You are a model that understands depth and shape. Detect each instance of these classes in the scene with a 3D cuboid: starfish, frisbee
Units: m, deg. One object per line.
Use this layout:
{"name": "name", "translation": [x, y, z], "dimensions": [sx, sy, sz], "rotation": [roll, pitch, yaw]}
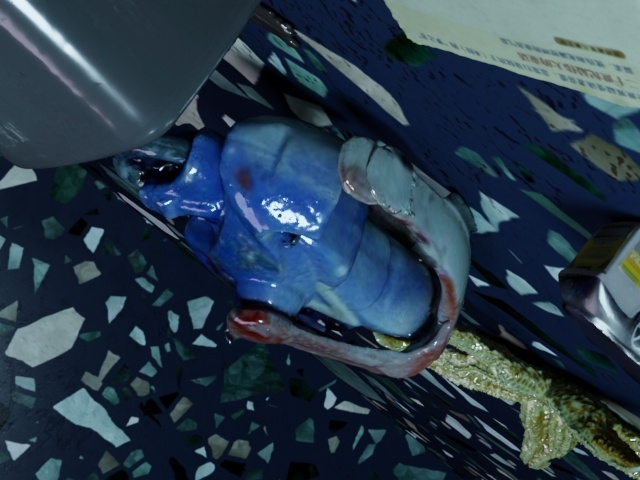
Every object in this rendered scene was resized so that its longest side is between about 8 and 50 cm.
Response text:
{"name": "starfish", "translation": [0.224, 0.167, 1.179], "dimensions": [0.358, 0.078, 0.347], "rotation": [44, 169, -31]}
{"name": "frisbee", "translation": [-0.091, -0.190, 0.851], "dimensions": [0.187, 0.012, 0.211], "rotation": [33, 168, 22]}

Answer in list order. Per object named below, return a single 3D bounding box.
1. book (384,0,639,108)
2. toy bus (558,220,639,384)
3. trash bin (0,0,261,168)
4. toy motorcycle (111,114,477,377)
{"name": "book", "translation": [0.049, -0.161, 0.469], "dimensions": [0.201, 0.026, 0.289], "rotation": [27, 165, 44]}
{"name": "toy bus", "translation": [0.227, 0.064, 0.734], "dimensions": [0.172, 0.072, 0.057], "rotation": [42, 168, -15]}
{"name": "trash bin", "translation": [-0.156, -0.183, 0.487], "dimensions": [0.182, 0.210, 0.290], "rotation": [-6, 138, 46]}
{"name": "toy motorcycle", "translation": [0.003, -0.021, 0.973], "dimensions": [0.319, 0.241, 0.182], "rotation": [39, -148, -42]}
